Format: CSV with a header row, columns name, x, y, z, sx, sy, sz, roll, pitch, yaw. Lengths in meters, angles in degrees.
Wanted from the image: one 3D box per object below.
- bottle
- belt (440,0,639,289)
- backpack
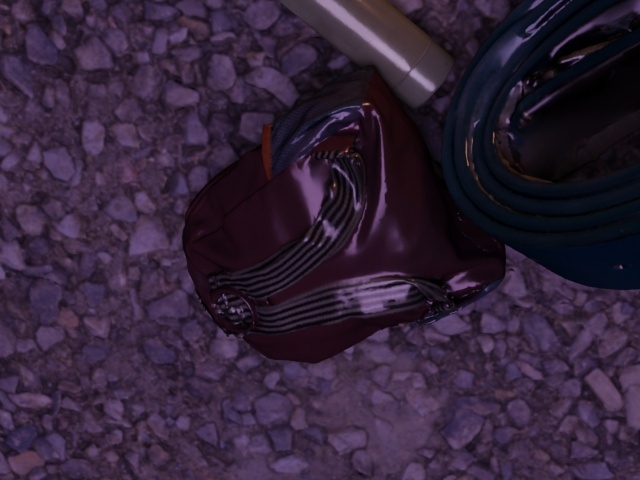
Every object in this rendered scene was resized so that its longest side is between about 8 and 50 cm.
name,x,y,z,sx,sy,sz,roll,pitch,yaw
bottle,0.040,-0.222,1.474,0.201,0.072,0.072,39,115,-10
belt,0.328,-0.131,1.337,0.436,0.300,0.173,-33,146,29
backpack,0.000,0.000,1.516,0.317,0.197,0.283,-29,112,24
